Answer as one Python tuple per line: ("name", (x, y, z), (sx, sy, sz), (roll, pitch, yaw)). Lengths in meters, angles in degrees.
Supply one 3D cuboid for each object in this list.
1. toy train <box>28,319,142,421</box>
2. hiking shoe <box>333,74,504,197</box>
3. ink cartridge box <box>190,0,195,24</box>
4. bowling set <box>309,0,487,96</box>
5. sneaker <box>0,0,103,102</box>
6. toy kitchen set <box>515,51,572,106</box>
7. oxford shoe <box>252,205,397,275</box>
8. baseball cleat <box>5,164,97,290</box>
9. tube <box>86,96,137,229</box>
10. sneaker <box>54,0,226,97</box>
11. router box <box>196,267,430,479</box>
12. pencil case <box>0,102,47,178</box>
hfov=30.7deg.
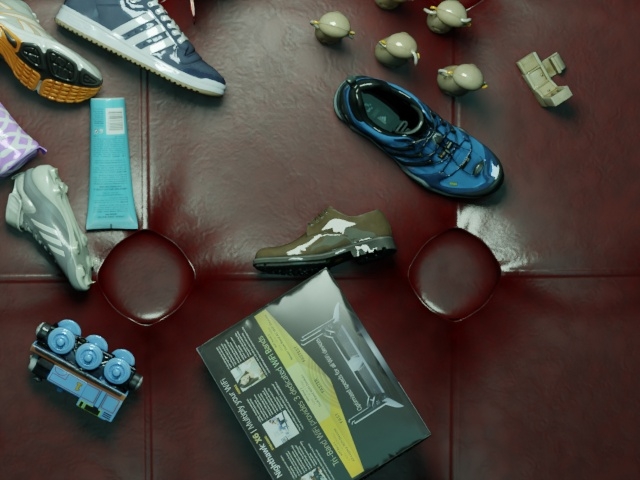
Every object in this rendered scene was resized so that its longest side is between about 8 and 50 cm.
("toy train", (-0.373, 0.201, 1.827), (0.184, 0.080, 0.105), (29, 97, -6))
("hiking shoe", (0.155, -0.154, 1.821), (0.304, 0.132, 0.113), (28, 91, -6))
("ink cartridge box", (-0.168, -0.452, 1.772), (0.078, 0.134, 0.231), (-4, 95, -5))
("bowling set", (0.141, -0.355, 1.795), (0.287, 0.154, 0.200), (18, 92, -6))
("sneaker", (-0.445, -0.311, 1.773), (0.262, 0.121, 0.099), (27, 134, -16))
("toy kitchen set", (0.370, -0.267, 1.860), (0.068, 0.075, 0.083), (-33, 100, -3))
("oxford shoe", (0.000, 0.000, 1.855), (0.227, 0.083, 0.096), (-12, 75, -4))
("baseball cleat", (-0.424, -0.012, 1.821), (0.109, 0.072, 0.206), (-17, 91, 10))
("tube", (-0.329, -0.120, 1.826), (0.080, 0.052, 0.207), (-1, 98, -5))
("sneaker", (-0.250, -0.338, 1.791), (0.282, 0.099, 0.153), (27, 93, -3))
("router box", (-0.010, 0.237, 1.816), (0.243, 0.081, 0.309), (-31, 78, -2))
("pencil case", (-0.518, -0.194, 1.788), (0.088, 0.086, 0.206), (-39, 98, -26))
